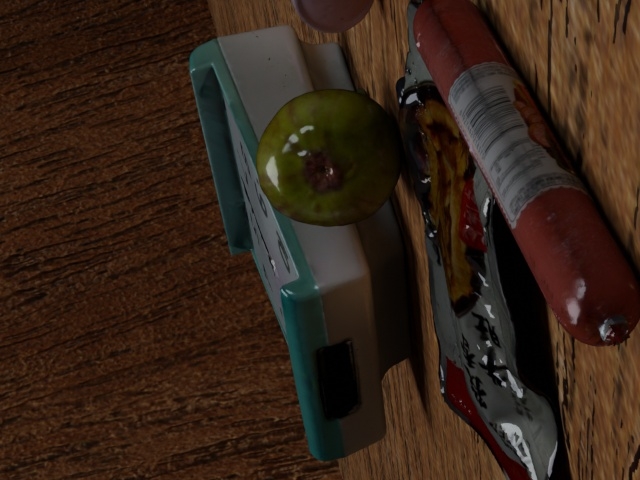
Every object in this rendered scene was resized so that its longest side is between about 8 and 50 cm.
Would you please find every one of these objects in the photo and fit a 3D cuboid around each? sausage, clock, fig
[{"bbox_3d":[0.072,-0.034,0.740,0.253,0.034,0.034,-109,6,-55],"label":"sausage"},{"bbox_3d":[0.000,0.000,1.451,0.262,0.116,0.231,80,170,-59],"label":"clock"},{"bbox_3d":[0.022,-0.055,1.264,0.166,0.093,0.093,-13,-91,-66],"label":"fig"}]

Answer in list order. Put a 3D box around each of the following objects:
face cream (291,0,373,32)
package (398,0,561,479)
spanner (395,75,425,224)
[{"bbox_3d":[-0.015,-0.220,1.171,0.084,0.057,0.198,80,172,-58],"label":"face cream"},{"bbox_3d":[0.074,0.019,0.925,0.154,0.030,0.239,-114,11,-57],"label":"package"},{"bbox_3d":[0.068,0.009,1.123,0.046,0.012,0.208,-119,15,-79],"label":"spanner"}]
